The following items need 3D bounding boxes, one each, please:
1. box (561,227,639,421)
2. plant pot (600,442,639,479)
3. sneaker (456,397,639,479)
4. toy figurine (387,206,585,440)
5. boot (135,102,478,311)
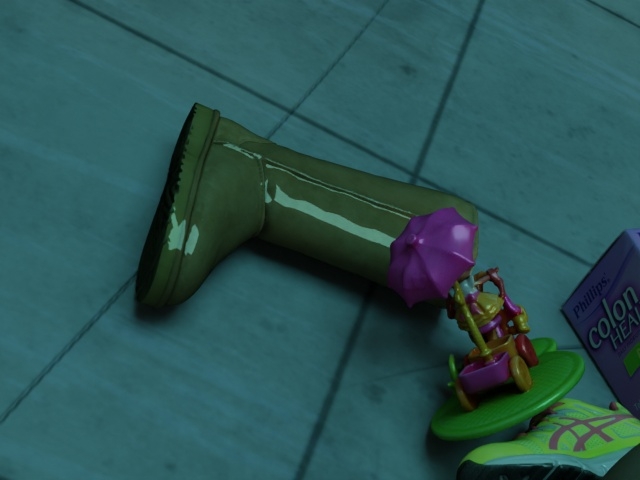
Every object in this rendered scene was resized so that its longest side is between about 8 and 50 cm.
[{"bbox_3d":[0.378,0.108,1.065,0.213,0.117,0.243,-5,51,-32],"label":"box"},{"bbox_3d":[0.288,0.232,0.817,0.284,0.284,0.191,26,8,-3],"label":"plant pot"},{"bbox_3d":[0.183,0.168,0.940,0.208,0.081,0.094,4,40,-34],"label":"sneaker"},{"bbox_3d":[0.117,0.047,0.940,0.159,0.130,0.173,64,22,-7],"label":"toy figurine"},{"bbox_3d":[0.000,0.000,0.989,0.269,0.089,0.236,21,43,-11],"label":"boot"}]
